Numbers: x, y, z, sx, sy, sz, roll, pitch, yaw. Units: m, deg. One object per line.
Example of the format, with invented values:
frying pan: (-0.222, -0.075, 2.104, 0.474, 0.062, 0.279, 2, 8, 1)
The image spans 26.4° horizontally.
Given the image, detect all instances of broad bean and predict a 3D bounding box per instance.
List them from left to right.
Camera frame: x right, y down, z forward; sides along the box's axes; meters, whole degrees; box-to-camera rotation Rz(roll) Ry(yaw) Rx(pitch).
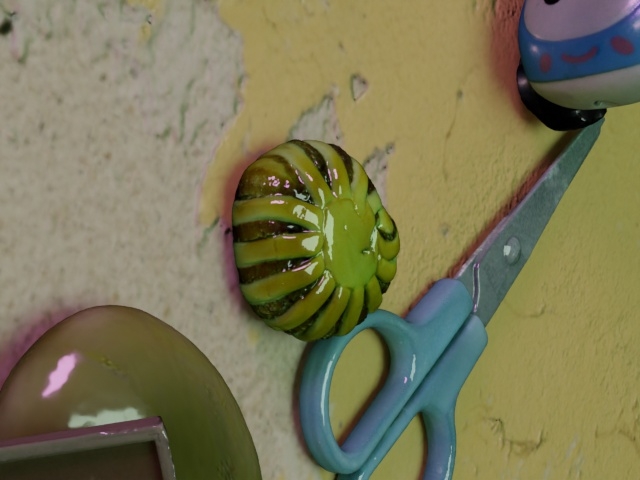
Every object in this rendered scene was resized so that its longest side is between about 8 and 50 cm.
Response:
broad bean: (-0.110, 0.169, 0.791, 0.189, 0.121, 0.263, -21, 93, -40)

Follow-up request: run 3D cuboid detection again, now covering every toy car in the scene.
toy car: (0.268, -0.208, 1.118, 0.255, 0.188, 0.190, -33, 108, -39)

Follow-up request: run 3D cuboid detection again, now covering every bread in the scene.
bread: (0.000, 0.000, 0.919, 0.130, 0.071, 0.139, -24, 110, -40)

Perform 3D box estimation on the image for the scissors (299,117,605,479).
scissors: (0.131, 0.035, 1.095, 0.447, 0.029, 0.193, -50, 127, -33)

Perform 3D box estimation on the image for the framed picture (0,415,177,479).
framed picture: (-0.148, 0.225, 0.708, 0.023, 0.189, 0.260, -96, 177, -76)
